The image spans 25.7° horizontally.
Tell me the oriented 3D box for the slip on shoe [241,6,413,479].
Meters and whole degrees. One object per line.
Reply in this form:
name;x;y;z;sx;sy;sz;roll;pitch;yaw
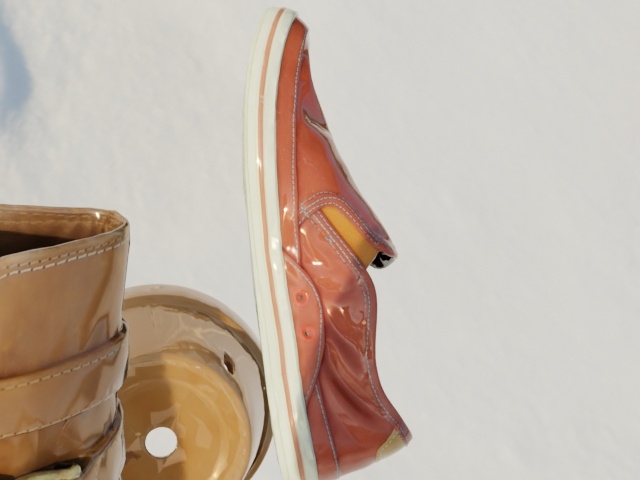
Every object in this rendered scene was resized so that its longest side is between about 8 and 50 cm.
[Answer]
slip on shoe;0.000;0.000;0.967;0.101;0.123;0.331;-7;81;-2

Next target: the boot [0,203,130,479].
boot;-0.093;0.094;0.481;0.283;0.220;0.109;3;12;-39

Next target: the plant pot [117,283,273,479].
plant pot;-0.185;0.209;1.621;0.291;0.291;0.203;39;1;-12
